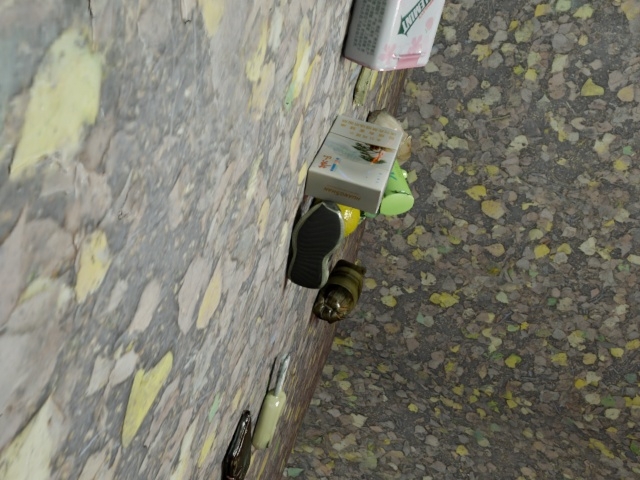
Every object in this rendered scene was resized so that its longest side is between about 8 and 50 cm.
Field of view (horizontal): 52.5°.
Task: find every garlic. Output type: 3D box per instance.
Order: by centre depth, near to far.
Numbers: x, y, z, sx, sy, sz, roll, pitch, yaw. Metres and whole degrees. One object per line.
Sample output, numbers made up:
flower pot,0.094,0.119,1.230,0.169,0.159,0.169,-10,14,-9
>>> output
garlic,0.193,-0.310,2.084,0.143,0.178,0.229,-42,150,-4

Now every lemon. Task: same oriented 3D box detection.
lemon,0.033,-0.057,1.425,0.133,0.109,0.109,7,100,-72

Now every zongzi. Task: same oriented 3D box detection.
zongzi,0.041,0.245,2.260,0.286,0.134,0.288,-52,166,-57

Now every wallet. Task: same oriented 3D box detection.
wallet,-0.170,0.461,1.364,0.232,0.031,0.122,101,7,-48

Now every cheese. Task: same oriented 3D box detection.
cheese,-0.112,0.388,1.595,0.127,0.049,0.235,-50,154,-68

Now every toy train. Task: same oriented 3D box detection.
toy train,0.129,-0.153,1.523,0.105,0.157,0.253,98,-17,-46

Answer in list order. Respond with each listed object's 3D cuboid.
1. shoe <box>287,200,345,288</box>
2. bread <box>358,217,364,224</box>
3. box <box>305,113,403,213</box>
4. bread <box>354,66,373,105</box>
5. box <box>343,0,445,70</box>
shoe,-0.008,-0.005,1.320,0.112,0.099,0.228,-76,-178,-51
bread,0.075,-0.100,1.635,0.172,0.064,0.232,-136,-121,-66
box,0.072,-0.159,1.314,0.233,0.149,0.067,-66,168,-49
bread,0.113,-0.404,1.575,0.068,0.028,0.154,91,16,-68
box,0.162,-0.505,1.174,0.190,0.112,0.370,-22,133,-48
